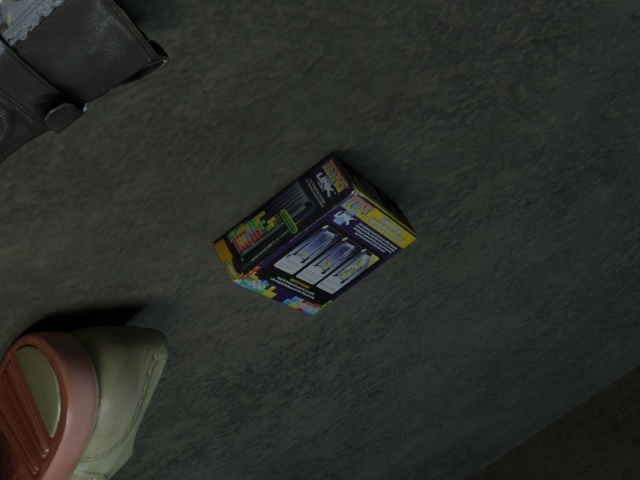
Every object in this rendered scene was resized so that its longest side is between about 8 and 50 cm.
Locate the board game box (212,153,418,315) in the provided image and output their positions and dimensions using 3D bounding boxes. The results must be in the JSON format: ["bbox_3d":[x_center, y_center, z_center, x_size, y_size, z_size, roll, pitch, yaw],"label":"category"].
[{"bbox_3d":[0.000,0.000,0.978,0.141,0.048,0.170,-38,154,10],"label":"board game box"}]

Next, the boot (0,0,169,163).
[{"bbox_3d":[-0.218,-0.094,0.538,0.229,0.091,0.263,-40,158,7],"label":"boot"}]

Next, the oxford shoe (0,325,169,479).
[{"bbox_3d":[-0.258,0.233,1.007,0.146,0.140,0.397,-10,146,-45],"label":"oxford shoe"}]
